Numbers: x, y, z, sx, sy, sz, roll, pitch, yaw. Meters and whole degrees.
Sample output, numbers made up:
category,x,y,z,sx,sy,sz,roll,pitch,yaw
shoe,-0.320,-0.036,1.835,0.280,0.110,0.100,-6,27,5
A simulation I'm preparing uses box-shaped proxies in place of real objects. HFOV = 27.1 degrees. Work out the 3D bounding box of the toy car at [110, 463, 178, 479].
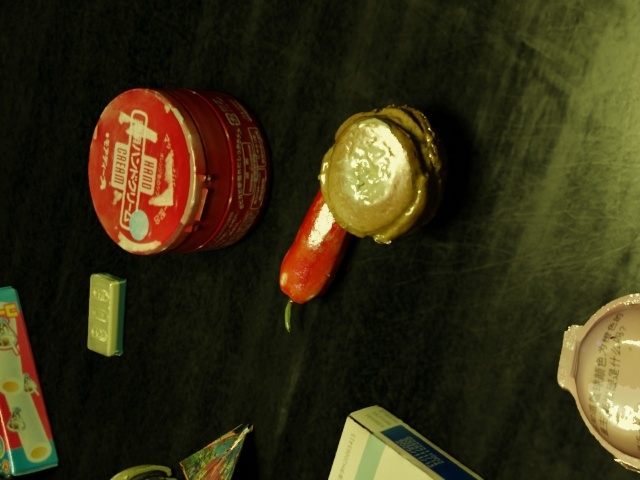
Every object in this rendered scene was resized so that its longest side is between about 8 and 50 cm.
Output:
category,x,y,z,sx,sy,sz,roll,pitch,yaw
toy car,-0.271,0.452,1.951,0.124,0.101,0.256,1,98,47

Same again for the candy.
category,x,y,z,sx,sy,sz,roll,pitch,yaw
candy,-0.539,0.244,2.183,0.157,0.100,0.305,-22,81,43

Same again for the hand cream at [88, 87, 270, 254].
category,x,y,z,sx,sy,sz,roll,pitch,yaw
hand cream,-0.186,-0.092,1.764,0.230,0.149,0.230,5,98,45

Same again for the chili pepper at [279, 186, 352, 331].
category,x,y,z,sx,sy,sz,roll,pitch,yaw
chili pepper,0.000,0.000,1.660,0.071,0.063,0.272,32,115,23

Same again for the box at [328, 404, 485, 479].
category,x,y,z,sx,sy,sz,roll,pitch,yaw
box,0.075,0.400,1.635,0.200,0.065,0.343,33,117,37

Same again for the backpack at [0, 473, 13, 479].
category,x,y,z,sx,sy,sz,roll,pitch,yaw
backpack,-0.576,0.561,2.126,0.363,0.255,0.445,-20,97,42

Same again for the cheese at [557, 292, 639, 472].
category,x,y,z,sx,sy,sz,roll,pitch,yaw
cheese,0.361,0.152,1.321,0.286,0.074,0.188,14,106,38

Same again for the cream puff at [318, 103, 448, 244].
category,x,y,z,sx,sy,sz,roll,pitch,yaw
cream puff,0.078,-0.079,1.533,0.165,0.115,0.150,-39,76,30

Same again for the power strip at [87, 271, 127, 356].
category,x,y,z,sx,sy,sz,roll,pitch,yaw
power strip,-0.322,0.113,2.000,0.056,0.032,0.123,17,108,43

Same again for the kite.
category,x,y,z,sx,sy,sz,roll,pitch,yaw
kite,-0.152,0.324,1.829,0.183,0.014,0.241,-54,21,-5
